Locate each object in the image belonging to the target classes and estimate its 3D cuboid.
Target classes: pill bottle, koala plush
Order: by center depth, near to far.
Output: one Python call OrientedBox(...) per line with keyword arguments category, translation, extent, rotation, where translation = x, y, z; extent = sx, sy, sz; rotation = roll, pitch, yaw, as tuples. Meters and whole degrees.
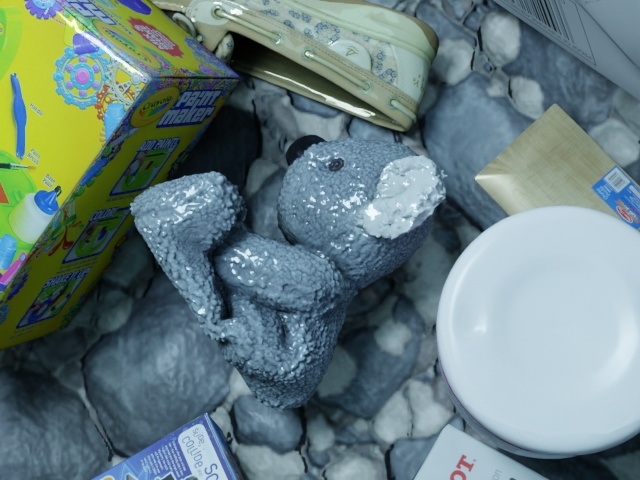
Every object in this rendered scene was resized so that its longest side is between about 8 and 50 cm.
OrientedBox(category="pill bottle", translation=(0.165, 0.077, 0.976), extent=(0.160, 0.283, 0.160), rotation=(-1, 80, 5))
OrientedBox(category="koala plush", translation=(0.000, 0.000, 1.066), extent=(0.221, 0.196, 0.203), rotation=(-33, 90, -1))

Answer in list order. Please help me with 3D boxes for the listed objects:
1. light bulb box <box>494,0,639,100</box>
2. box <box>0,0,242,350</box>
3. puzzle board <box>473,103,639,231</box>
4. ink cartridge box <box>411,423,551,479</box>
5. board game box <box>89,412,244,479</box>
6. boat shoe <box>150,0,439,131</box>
OrientedBox(category="light bulb box", translation=(0.274, -0.334, 1.017), extent=(0.361, 0.225, 0.358), rotation=(-44, 57, -3))
OrientedBox(category="box", translation=(-0.275, -0.108, 1.067), extent=(0.290, 0.177, 0.279), rotation=(41, 108, 11))
OrientedBox(category="puzzle board", translation=(0.207, -0.038, 1.132), extent=(0.096, 0.011, 0.128), rotation=(-42, 79, -4))
OrientedBox(category="ink cartridge box", translation=(0.156, 0.291, 0.985), extent=(0.273, 0.114, 0.197), rotation=(28, 50, 10))
OrientedBox(category="board game box", translation=(-0.107, 0.250, 1.055), extent=(0.136, 0.035, 0.201), rotation=(-30, 51, 0))
OrientedBox(category="boat shoe", translation=(-0.047, -0.166, 1.133), extent=(0.285, 0.104, 0.089), rotation=(13, 79, 7))
